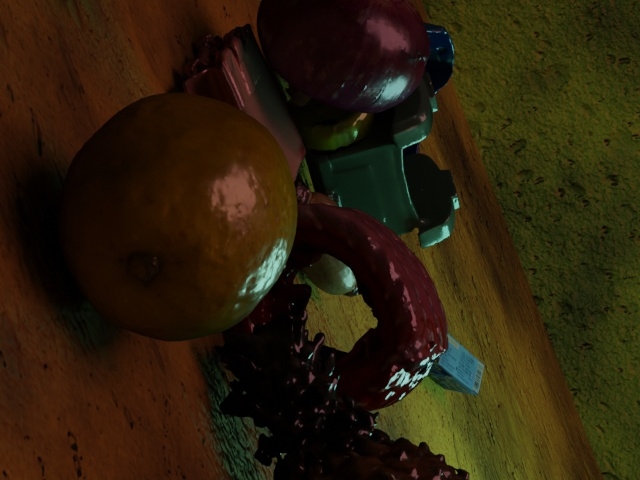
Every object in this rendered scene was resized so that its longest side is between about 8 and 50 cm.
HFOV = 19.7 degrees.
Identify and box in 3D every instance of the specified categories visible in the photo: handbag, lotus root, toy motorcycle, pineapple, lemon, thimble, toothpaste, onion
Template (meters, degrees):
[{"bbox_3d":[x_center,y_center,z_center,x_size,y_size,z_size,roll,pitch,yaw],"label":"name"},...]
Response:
[{"bbox_3d":[-0.074,-0.117,1.750,0.212,0.059,0.157,-75,144,-71],"label":"handbag"},{"bbox_3d":[0.000,0.000,1.873,0.150,0.062,0.073,61,38,-30],"label":"lotus root"},{"bbox_3d":[0.059,-0.150,2.014,0.326,0.200,0.191,-99,175,-48],"label":"toy motorcycle"},{"bbox_3d":[0.032,0.212,1.445,0.362,0.202,0.202,60,9,20],"label":"pineapple"},{"bbox_3d":[-0.097,-0.018,1.266,0.207,0.170,0.170,-67,135,-74],"label":"lemon"},{"bbox_3d":[0.009,0.060,1.583,0.189,0.163,0.125,50,10,12],"label":"thimble"},{"bbox_3d":[0.144,0.148,2.289,0.193,0.070,0.044,41,61,-65],"label":"toothpaste"},{"bbox_3d":[0.021,-0.198,1.815,0.177,0.153,0.177,28,-1,1],"label":"onion"}]
